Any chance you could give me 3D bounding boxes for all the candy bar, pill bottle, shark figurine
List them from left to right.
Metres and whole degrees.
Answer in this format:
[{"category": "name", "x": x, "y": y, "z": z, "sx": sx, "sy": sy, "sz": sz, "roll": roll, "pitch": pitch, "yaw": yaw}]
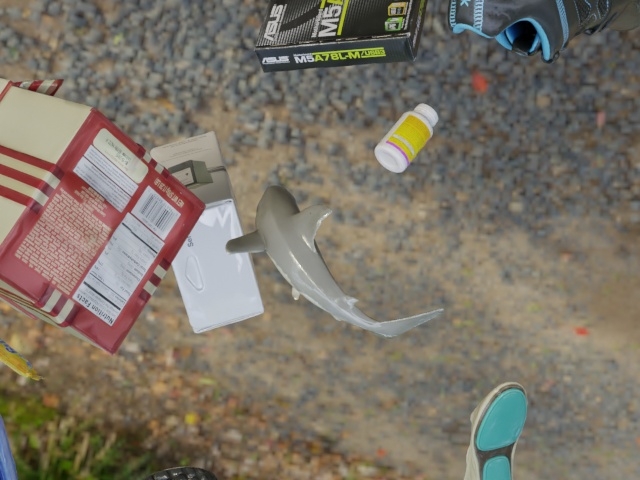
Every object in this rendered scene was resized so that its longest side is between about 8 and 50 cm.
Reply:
[{"category": "candy bar", "x": -0.389, "y": 0.115, "z": 1.416, "sx": 0.161, "sy": 0.018, "sz": 0.040, "roll": 39, "pitch": 177, "yaw": -1}, {"category": "shark figurine", "x": 0.006, "y": 0.019, "z": 1.465, "sx": 0.166, "sy": 0.278, "sz": 0.116, "roll": -15, "pitch": 146, "yaw": -55}, {"category": "pill bottle", "x": 0.103, "y": -0.121, "z": 1.418, "sx": 0.043, "sy": 0.083, "sz": 0.043, "roll": 33, "pitch": 156, "yaw": 17}]

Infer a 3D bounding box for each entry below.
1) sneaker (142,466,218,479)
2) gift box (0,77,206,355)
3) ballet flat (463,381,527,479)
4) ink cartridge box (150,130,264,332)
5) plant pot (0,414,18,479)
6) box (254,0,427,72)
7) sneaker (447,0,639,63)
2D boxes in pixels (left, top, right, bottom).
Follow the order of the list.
[{"category": "sneaker", "x": -0.238, "y": 0.421, "z": 1.780, "sx": 0.283, "sy": 0.107, "sz": 0.124, "roll": -41, "pitch": 158, "yaw": 19}, {"category": "gift box", "x": -0.318, "y": -0.044, "z": 1.475, "sx": 0.258, "sy": 0.276, "sz": 0.255, "roll": 17, "pitch": 156, "yaw": 43}, {"category": "ballet flat", "x": 0.251, "y": 0.297, "z": 1.808, "sx": 0.086, "sy": 0.086, "sz": 0.248, "roll": 6, "pitch": 119, "yaw": 3}, {"category": "ink cartridge box", "x": -0.175, "y": -0.018, "z": 1.848, "sx": 0.114, "sy": 0.273, "sz": 0.198, "roll": -16, "pitch": 118, "yaw": -3}, {"category": "plant pot", "x": -0.427, "y": 0.230, "z": 1.081, "sx": 0.212, "sy": 0.236, "sz": 0.236, "roll": 30, "pitch": 149, "yaw": 10}, {"category": "box", "x": 0.032, "y": -0.278, "z": 1.401, "sx": 0.184, "sy": 0.191, "sz": 0.045, "roll": 0, "pitch": 141, "yaw": 18}, {"category": "sneaker", "x": 0.228, "y": -0.246, "z": 1.227, "sx": 0.125, "sy": 0.140, "sz": 0.341, "roll": 14, "pitch": -175, "yaw": 41}]
